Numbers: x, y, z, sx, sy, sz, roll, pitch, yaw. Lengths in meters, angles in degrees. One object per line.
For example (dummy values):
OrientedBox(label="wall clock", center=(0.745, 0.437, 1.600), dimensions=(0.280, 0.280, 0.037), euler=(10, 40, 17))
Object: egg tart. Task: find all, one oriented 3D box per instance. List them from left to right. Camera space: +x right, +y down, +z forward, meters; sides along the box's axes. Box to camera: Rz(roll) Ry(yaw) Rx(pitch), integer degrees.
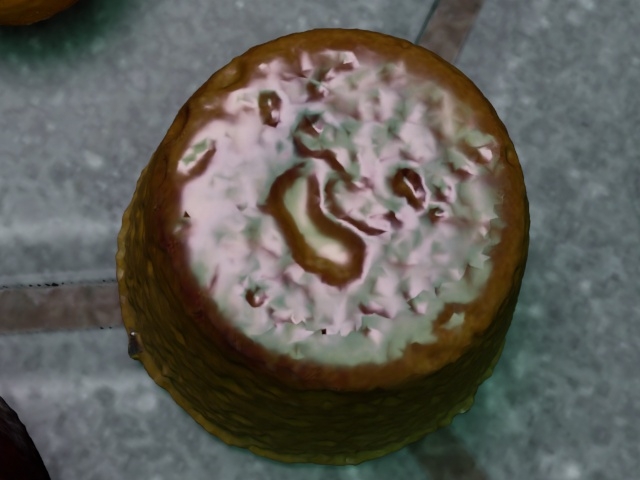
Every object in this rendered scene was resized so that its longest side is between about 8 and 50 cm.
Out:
OrientedBox(label="egg tart", center=(0.000, 0.000, 0.517), dimensions=(0.203, 0.147, 0.202), euler=(0, 80, -1))

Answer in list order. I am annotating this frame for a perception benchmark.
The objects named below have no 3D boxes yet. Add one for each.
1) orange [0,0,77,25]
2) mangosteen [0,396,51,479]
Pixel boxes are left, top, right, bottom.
OrientedBox(label="orange", center=(-0.152, -0.168, 0.558), dimensions=(0.136, 0.117, 0.135), euler=(-3, 74, 11))
OrientedBox(label="mangosteen", center=(-0.217, 0.127, 0.421), dimensions=(0.236, 0.261, 0.235), euler=(-1, 65, 3))
